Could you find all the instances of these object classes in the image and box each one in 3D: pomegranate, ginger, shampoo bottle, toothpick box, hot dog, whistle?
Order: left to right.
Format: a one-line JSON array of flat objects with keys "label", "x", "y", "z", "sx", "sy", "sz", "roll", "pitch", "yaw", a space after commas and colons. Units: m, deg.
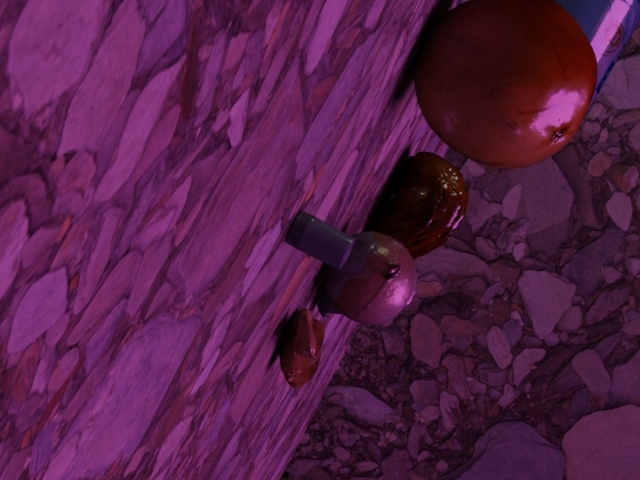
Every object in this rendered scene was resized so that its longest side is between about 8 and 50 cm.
[{"label": "ginger", "x": -0.033, "y": 0.195, "z": 1.962, "sx": 0.333, "sy": 0.081, "sz": 0.147, "roll": 90, "pitch": 24, "yaw": -77}, {"label": "toothpick box", "x": 0.000, "y": 0.000, "z": 1.453, "sx": 0.052, "sy": 0.083, "sz": 0.052, "roll": -60, "pitch": 173, "yaw": -12}, {"label": "whistle", "x": 0.066, "y": 0.081, "z": 2.094, "sx": 0.189, "sy": 0.189, "sz": 0.348, "roll": -59, "pitch": -167, "yaw": -23}, {"label": "hot dog", "x": 0.222, "y": -0.063, "z": 2.479, "sx": 0.267, "sy": 0.174, "sz": 0.387, "roll": -59, "pitch": -178, "yaw": -9}, {"label": "pomegranate", "x": 0.304, "y": -0.277, "z": 1.790, "sx": 0.319, "sy": 0.319, "sz": 0.319, "roll": -61, "pitch": 173, "yaw": -13}, {"label": "shampoo bottle", "x": 0.525, "y": -0.483, "z": 2.394, "sx": 0.342, "sy": 0.331, "sz": 0.331, "roll": -61, "pitch": 173, "yaw": 4}]

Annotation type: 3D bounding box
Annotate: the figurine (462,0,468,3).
[{"label": "figurine", "x": 0.281, "y": -0.348, "z": 2.057, "sx": 0.246, "sy": 0.131, "sz": 0.156, "roll": 88, "pitch": -14, "yaw": -46}]
